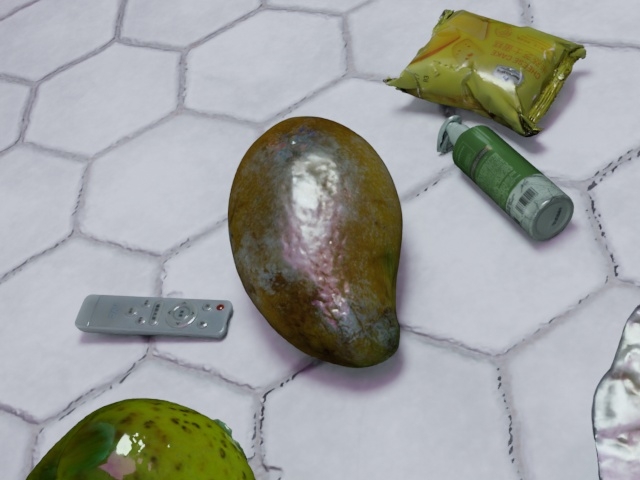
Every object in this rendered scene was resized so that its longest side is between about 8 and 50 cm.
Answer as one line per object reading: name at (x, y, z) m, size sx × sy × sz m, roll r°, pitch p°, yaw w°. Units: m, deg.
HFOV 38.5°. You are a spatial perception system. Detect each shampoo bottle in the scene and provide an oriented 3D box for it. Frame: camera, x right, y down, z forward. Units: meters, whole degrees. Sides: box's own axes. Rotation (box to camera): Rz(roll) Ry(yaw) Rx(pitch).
shampoo bottle at (0.202, -0.079, 1.052) m, size 0.065 × 0.065 × 0.204 m, roll -30°, pitch 47°, yaw -9°

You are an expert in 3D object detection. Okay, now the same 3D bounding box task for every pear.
pear at (-0.150, 0.219, 0.771) m, size 0.238 × 0.255 × 0.164 m, roll 14°, pitch 56°, yaw 35°

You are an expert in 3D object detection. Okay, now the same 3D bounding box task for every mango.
mango at (0.000, 0.000, 0.999) m, size 0.192 × 0.146 × 0.316 m, roll -18°, pitch 60°, yaw 4°

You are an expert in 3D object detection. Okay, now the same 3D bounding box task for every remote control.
remote control at (-0.191, 0.090, 1.059) m, size 0.184 × 0.027 × 0.050 m, roll 1°, pitch 51°, yaw 14°

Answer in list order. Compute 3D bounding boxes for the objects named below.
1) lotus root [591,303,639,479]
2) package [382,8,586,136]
lotus root at (0.334, 0.171, 0.696) m, size 0.272 × 0.192 × 0.272 m, roll -7°, pitch 58°, yaw 12°
package at (0.205, -0.216, 1.151) m, size 0.226 × 0.090 × 0.168 m, roll 21°, pitch 61°, yaw 30°
